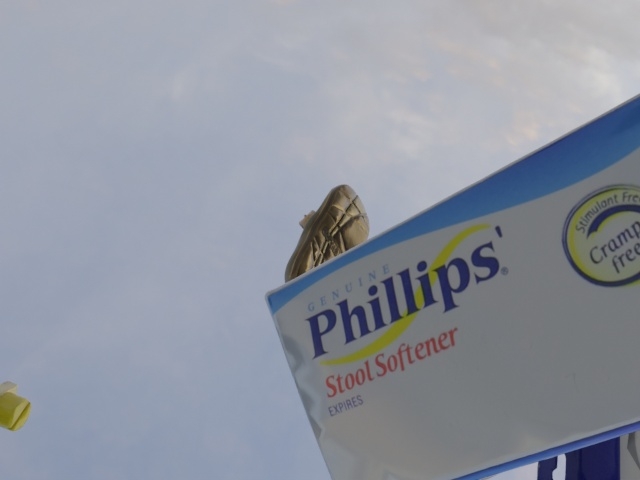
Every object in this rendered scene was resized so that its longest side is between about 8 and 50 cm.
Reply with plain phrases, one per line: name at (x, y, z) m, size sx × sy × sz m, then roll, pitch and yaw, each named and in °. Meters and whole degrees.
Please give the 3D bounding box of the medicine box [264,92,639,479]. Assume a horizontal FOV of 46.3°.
medicine box at (0.162, 0.043, 0.495) m, size 0.289 × 0.263 × 0.149 m, roll 0°, pitch -116°, yaw -57°

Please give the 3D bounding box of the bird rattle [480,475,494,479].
bird rattle at (0.130, 0.202, 0.827) m, size 0.254 × 0.143 × 0.207 m, roll -11°, pitch -160°, yaw -39°

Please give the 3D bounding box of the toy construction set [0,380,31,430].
toy construction set at (-0.352, 0.170, 0.496) m, size 0.151 × 0.327 × 0.215 m, roll 14°, pitch -105°, yaw 26°

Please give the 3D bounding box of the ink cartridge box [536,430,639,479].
ink cartridge box at (0.300, 0.259, 0.714) m, size 0.224 × 0.045 × 0.223 m, roll 33°, pitch -131°, yaw -19°

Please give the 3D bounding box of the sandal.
sandal at (0.000, 0.000, 0.772) m, size 0.049 × 0.072 × 0.180 m, roll -9°, pitch -151°, yaw 33°
